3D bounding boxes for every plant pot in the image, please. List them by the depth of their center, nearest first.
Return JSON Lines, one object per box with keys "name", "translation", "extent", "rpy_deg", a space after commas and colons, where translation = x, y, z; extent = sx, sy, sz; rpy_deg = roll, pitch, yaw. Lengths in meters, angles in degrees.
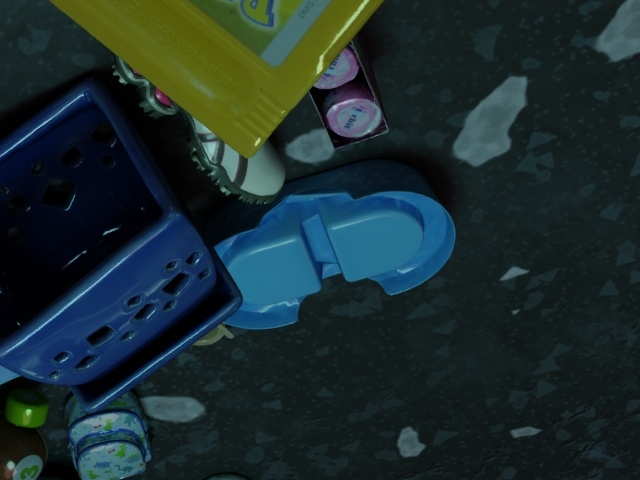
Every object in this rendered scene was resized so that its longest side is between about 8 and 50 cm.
{"name": "plant pot", "translation": [-0.229, 0.019, 1.660], "extent": [0.236, 0.236, 0.212], "rpy_deg": [-37, 141, 2]}

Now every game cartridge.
{"name": "game cartridge", "translation": [-0.080, -0.269, 1.453], "extent": [0.285, 0.052, 0.323], "rpy_deg": [38, 120, -5]}

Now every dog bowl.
{"name": "dog bowl", "translation": [0.000, 0.000, 1.826], "extent": [0.297, 0.074, 0.166], "rpy_deg": [-16, 136, 5]}

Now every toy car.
{"name": "toy car", "translation": [-0.406, 0.266, 1.887], "extent": [0.149, 0.188, 0.155], "rpy_deg": [15, 107, 0]}

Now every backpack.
{"name": "backpack", "translation": [-0.262, 0.240, 2.010], "extent": [0.105, 0.084, 0.114], "rpy_deg": [-11, 134, -4]}

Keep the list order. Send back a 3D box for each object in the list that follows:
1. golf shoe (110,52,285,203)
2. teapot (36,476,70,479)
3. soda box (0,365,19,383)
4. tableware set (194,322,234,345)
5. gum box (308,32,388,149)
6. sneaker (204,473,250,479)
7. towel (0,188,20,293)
{"name": "golf shoe", "translation": [-0.095, -0.138, 1.644], "extent": [0.120, 0.105, 0.273], "rpy_deg": [-31, 133, 12]}
{"name": "teapot", "translation": [-0.378, 0.417, 2.096], "extent": [0.252, 0.187, 0.256], "rpy_deg": [-48, 111, -20]}
{"name": "soda box", "translation": [-0.430, 0.147, 1.854], "extent": [0.210, 0.071, 0.067], "rpy_deg": [-23, 111, 1]}
{"name": "tableware set", "translation": [-0.192, 0.094, 1.920], "extent": [0.169, 0.020, 0.141], "rpy_deg": [-24, 135, 12]}
{"name": "gum box", "translation": [0.005, -0.196, 1.599], "extent": [0.062, 0.107, 0.188], "rpy_deg": [-19, 136, 7]}
{"name": "sneaker", "translation": [-0.122, 0.494, 2.191], "extent": [0.130, 0.236, 0.322], "rpy_deg": [-3, 136, -9]}
{"name": "towel", "translation": [-0.490, 0.008, 1.746], "extent": [0.332, 0.053, 0.317], "rpy_deg": [-20, 136, 10]}
